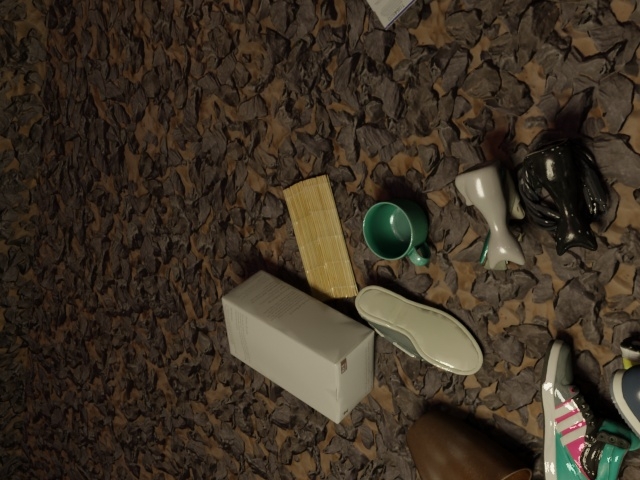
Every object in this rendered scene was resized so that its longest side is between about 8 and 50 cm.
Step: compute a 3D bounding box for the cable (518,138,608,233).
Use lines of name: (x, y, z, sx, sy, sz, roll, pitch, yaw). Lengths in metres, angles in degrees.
cable: (0.454, -0.104, 1.234, 0.151, 0.047, 0.184, -29, 85, 45)

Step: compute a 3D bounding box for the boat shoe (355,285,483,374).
boat shoe: (0.225, 0.210, 1.482, 0.319, 0.116, 0.099, 29, 161, 23)

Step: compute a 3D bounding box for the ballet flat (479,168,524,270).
ballet flat: (0.375, -0.039, 1.306, 0.068, 0.072, 0.213, 11, 111, 8)

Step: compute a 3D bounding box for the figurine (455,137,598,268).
figurine: (0.382, -0.057, 1.202, 0.215, 0.092, 0.209, -15, 100, 30)

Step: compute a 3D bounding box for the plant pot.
plant pot: (0.300, 0.490, 1.419, 0.230, 0.215, 0.215, 45, 127, 40)

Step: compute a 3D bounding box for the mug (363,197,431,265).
mug: (0.178, -0.016, 1.441, 0.129, 0.097, 0.157, -14, 93, 40)

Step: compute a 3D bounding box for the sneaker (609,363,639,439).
sneaker: (0.638, 0.336, 1.089, 0.319, 0.112, 0.131, 45, 144, -4)

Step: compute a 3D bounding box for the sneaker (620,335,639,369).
sneaker: (0.642, 0.237, 1.146, 0.209, 0.081, 0.094, 13, 118, 42)

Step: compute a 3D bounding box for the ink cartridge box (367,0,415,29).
ink cartridge box: (0.163, -0.595, 1.342, 0.223, 0.045, 0.224, -36, 79, 40)

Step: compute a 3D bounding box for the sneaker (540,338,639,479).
sneaker: (0.521, 0.341, 1.236, 0.178, 0.124, 0.295, -2, 90, 31)

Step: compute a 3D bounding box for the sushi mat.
sushi mat: (0.000, 0.000, 1.642, 0.151, 0.019, 0.316, -14, 92, 42)

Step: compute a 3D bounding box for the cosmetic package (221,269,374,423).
cosmetic package: (-0.058, 0.259, 1.635, 0.385, 0.156, 0.217, 26, 135, 30)
